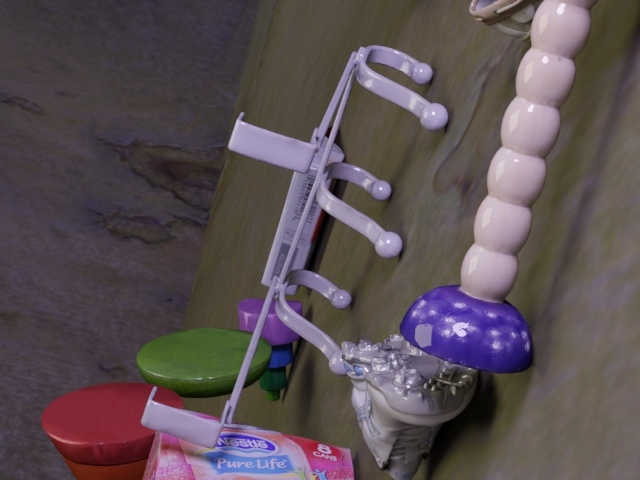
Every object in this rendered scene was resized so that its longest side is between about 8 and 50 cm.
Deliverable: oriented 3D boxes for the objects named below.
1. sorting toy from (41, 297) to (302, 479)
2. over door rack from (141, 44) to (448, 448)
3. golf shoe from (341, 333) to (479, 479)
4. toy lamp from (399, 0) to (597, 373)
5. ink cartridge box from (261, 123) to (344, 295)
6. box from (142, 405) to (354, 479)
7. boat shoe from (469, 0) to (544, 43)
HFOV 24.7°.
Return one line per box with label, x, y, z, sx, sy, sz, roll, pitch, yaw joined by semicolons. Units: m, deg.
sorting toy;-0.118;0.166;1.368;0.365;0.127;0.126;-32;-57;-58
over door rack;0.000;0.000;1.094;0.324;0.108;0.239;-44;-25;-65
golf shoe;0.057;0.104;0.869;0.176;0.069;0.086;-169;74;-84
toy lamp;0.111;-0.074;0.724;0.080;0.080;0.274;-107;32;-74
ink cartridge box;-0.006;-0.036;1.567;0.179;0.045;0.145;-48;-22;-67
box;-0.084;0.294;1.086;0.142;0.154;0.300;-94;20;-66
boat shoe;0.131;-0.167;0.828;0.153;0.048;0.056;121;161;-62
